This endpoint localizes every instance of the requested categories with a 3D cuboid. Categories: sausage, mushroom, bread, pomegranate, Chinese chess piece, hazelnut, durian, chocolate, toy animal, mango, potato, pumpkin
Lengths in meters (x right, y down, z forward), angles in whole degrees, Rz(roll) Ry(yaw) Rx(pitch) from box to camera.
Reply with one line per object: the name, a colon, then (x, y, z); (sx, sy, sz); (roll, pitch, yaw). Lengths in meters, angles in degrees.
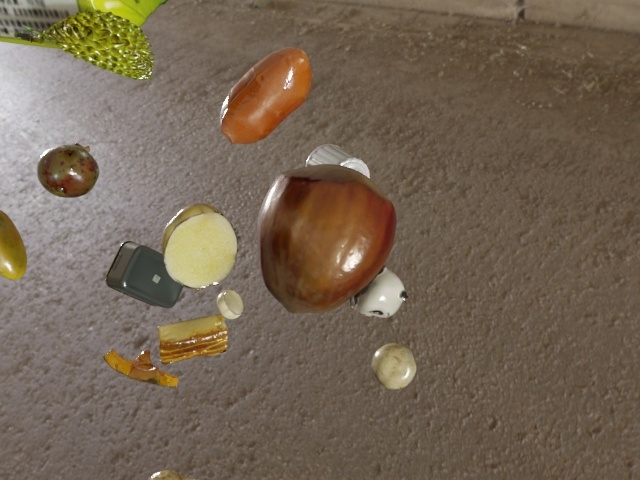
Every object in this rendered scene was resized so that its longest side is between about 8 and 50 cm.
sausage: (-0.125, -0.325, 1.133); (0.258, 0.133, 0.133); (-40, 43, 13)
mushroom: (0.272, 0.462, 1.864); (0.166, 0.127, 0.167); (0, 89, 5)
bread: (-0.524, 0.410, 2.074); (0.274, 0.185, 0.114); (-8, 50, -18)
pomegranate: (-0.550, -0.157, 1.098); (0.130, 0.130, 0.130); (-12, 45, 12)
Chinese chess piece: (-0.370, 0.262, 2.067); (0.051, 0.122, 0.122); (-30, 40, 23)
hazelnut: (0.002, -0.009, 1.215); (0.365, 0.366, 0.366); (-12, 45, 12)
durian: (-0.337, -0.291, 0.771); (0.100, 0.215, 0.086); (-7, 82, 36)
chocolate: (-0.446, -0.478, 0.913); (0.300, 0.137, 0.289); (10, 52, 13)
toy animal: (0.185, 0.165, 1.972); (0.309, 0.251, 0.251); (35, 58, -7)
mango: (-0.667, 0.008, 1.045); (0.076, 0.161, 0.103); (-19, 19, 10)
potato: (-0.255, 0.005, 1.053); (0.164, 0.201, 0.081); (-20, 46, -22)
pumpkin: (-0.686, 0.509, 1.997); (0.258, 0.290, 0.095); (20, 80, 16)

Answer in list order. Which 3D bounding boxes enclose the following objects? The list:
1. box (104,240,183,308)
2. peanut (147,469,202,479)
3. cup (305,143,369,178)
box: (-0.484, 0.101, 1.431); (0.090, 0.201, 0.145); (5, 67, 41)
peanut: (-0.360, 0.677, 1.340); (0.227, 0.104, 0.086); (12, 26, 6)
cup: (0.044, -0.208, 1.717); (0.221, 0.166, 0.202); (-51, 30, 2)
